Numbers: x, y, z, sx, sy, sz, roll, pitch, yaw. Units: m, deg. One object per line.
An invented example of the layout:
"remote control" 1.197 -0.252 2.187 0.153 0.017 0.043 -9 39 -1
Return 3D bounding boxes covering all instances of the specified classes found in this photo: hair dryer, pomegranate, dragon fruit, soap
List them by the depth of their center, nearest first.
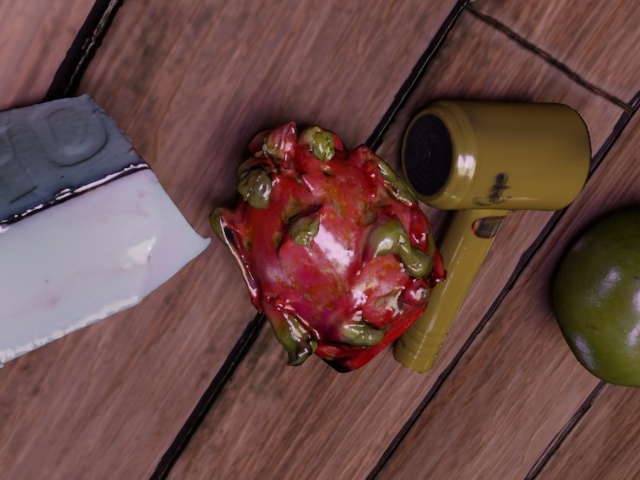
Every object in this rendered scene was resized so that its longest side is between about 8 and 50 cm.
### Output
"soap" -0.200 -0.004 0.605 0.231 0.145 0.091 -29 132 -12
"dragon fruit" 0.000 0.000 0.730 0.172 0.166 0.160 48 135 -15
"hair dryer" 0.114 0.006 0.863 0.135 0.090 0.278 -3 130 -31
"pomegranate" 0.313 0.061 0.945 0.179 0.210 0.179 0 97 2
